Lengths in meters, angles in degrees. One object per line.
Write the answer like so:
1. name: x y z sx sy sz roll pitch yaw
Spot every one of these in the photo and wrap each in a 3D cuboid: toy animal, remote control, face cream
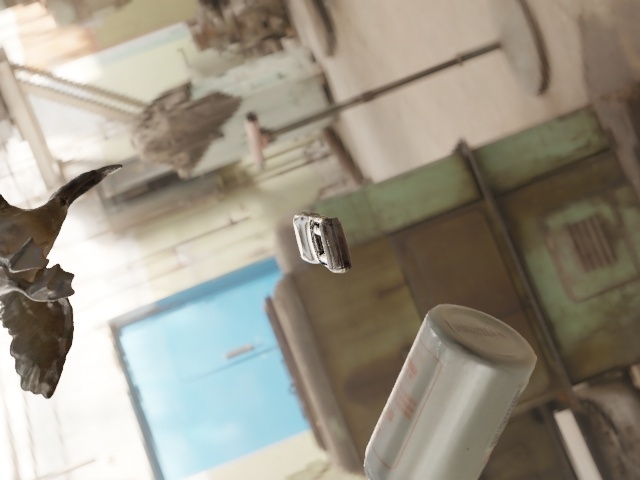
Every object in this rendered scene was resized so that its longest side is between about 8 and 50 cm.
1. toy animal: -0.237 0.009 0.999 0.273 0.197 0.160 62 175 -25
2. remote control: 0.000 0.000 1.235 0.212 0.028 0.059 -169 62 -80
3. face cream: 0.092 0.185 1.055 0.252 0.101 0.101 -67 25 21
